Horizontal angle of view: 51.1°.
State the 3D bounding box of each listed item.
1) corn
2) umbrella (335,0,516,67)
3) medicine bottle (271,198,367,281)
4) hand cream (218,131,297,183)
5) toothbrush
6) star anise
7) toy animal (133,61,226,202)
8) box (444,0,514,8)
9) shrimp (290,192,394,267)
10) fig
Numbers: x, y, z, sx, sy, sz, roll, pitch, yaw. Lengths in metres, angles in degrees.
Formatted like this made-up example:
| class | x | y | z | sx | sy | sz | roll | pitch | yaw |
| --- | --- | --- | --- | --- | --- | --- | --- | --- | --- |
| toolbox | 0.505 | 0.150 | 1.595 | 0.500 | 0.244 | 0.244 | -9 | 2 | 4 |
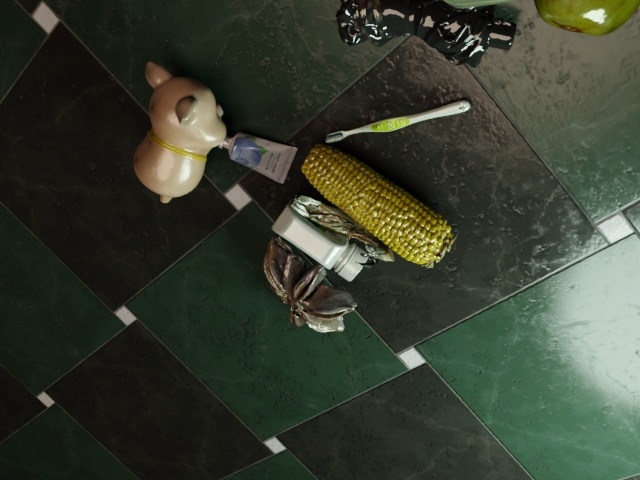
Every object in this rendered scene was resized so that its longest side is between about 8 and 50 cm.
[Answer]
| class | x | y | z | sx | sy | sz | roll | pitch | yaw |
| --- | --- | --- | --- | --- | --- | --- | --- | --- | --- |
| corn | 0.103 | -0.067 | 1.206 | 0.305 | 0.106 | 0.106 | 37 | 125 | 0 |
| umbrella | 0.159 | -0.338 | 1.016 | 0.272 | 0.110 | 0.122 | 15 | 115 | 12 |
| medicine bottle | 0.000 | 0.000 | 1.272 | 0.183 | 0.119 | 0.069 | 37 | 102 | -3 |
| hand cream | -0.123 | -0.165 | 1.268 | 0.142 | 0.053 | 0.084 | 22 | 125 | -6 |
| toothbrush | 0.130 | -0.205 | 1.162 | 0.262 | 0.026 | 0.022 | -11 | 116 | 23 |
| star anise | -0.031 | 0.095 | 1.341 | 0.236 | 0.093 | 0.229 | 47 | 152 | 1 |
| toy animal | -0.266 | -0.184 | 1.239 | 0.165 | 0.149 | 0.248 | 39 | 128 | 26 |
| box | 0.220 | -0.462 | 0.874 | 0.138 | 0.178 | 0.274 | 1 | 120 | 21 |
| shrimp | 0.044 | -0.014 | 1.208 | 0.219 | 0.152 | 0.046 | 27 | 109 | -28 |
| fig | 0.364 | -0.378 | 0.911 | 0.142 | 0.148 | 0.187 | 5 | 84 | 34 |
